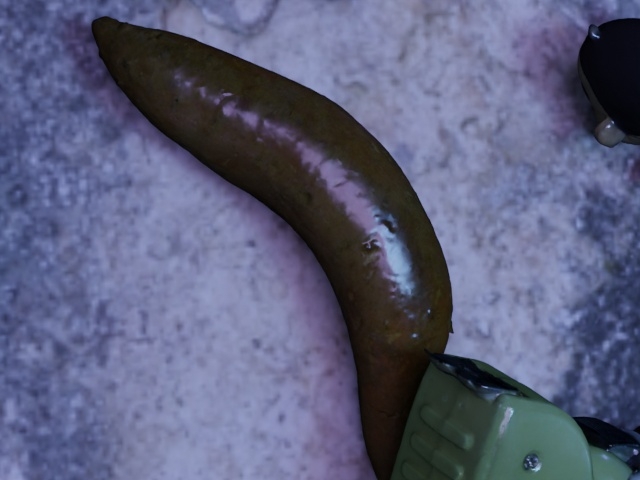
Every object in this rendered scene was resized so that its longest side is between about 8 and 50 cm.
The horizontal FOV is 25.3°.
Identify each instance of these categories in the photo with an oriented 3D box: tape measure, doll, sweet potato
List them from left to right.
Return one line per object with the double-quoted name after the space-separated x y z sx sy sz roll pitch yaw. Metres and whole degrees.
0.008 0.000 0.802 0.108 0.079 0.346 -30 95 16 "sweet potato"
0.105 0.173 0.771 0.175 0.106 0.200 14 97 -32 "tape measure"
0.217 -0.082 0.850 0.179 0.089 0.102 28 80 -33 "doll"

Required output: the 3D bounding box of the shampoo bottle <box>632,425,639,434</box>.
0.293 0.163 0.853 0.236 0.067 0.068 12 75 -11 "shampoo bottle"
